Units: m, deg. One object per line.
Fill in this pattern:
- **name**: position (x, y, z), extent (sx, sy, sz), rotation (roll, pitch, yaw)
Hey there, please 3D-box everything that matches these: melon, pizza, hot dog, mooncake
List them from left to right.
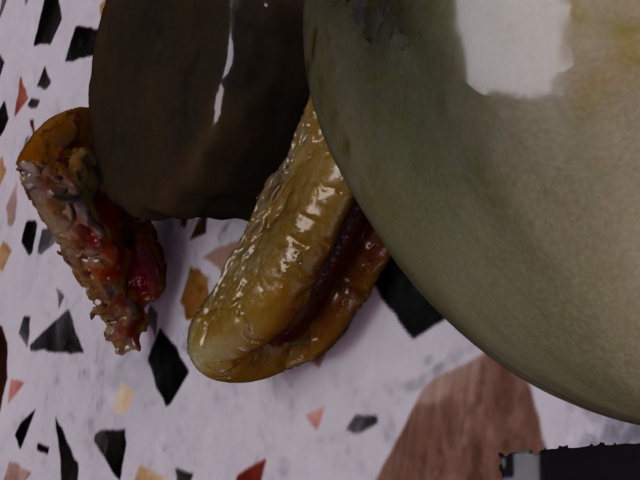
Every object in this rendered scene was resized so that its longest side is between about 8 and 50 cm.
- **pizza**: position (-0.155, -0.012, 0.946), extent (0.053, 0.201, 0.193), rotation (-13, 103, 12)
- **mooncake**: position (-0.065, -0.118, 0.846), extent (0.228, 0.124, 0.228), rotation (-15, 72, 52)
- **hot dog**: position (0.000, 0.000, 0.756), extent (0.243, 0.084, 0.073), rotation (-60, 40, 19)
- **melon**: position (0.121, -0.079, 0.491), extent (0.308, 0.271, 0.272), rotation (51, 120, 38)

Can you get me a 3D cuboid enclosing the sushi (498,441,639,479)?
- **sushi**: position (0.216, 0.243, 0.425), extent (0.343, 0.064, 0.359), rotation (-16, 66, 44)
